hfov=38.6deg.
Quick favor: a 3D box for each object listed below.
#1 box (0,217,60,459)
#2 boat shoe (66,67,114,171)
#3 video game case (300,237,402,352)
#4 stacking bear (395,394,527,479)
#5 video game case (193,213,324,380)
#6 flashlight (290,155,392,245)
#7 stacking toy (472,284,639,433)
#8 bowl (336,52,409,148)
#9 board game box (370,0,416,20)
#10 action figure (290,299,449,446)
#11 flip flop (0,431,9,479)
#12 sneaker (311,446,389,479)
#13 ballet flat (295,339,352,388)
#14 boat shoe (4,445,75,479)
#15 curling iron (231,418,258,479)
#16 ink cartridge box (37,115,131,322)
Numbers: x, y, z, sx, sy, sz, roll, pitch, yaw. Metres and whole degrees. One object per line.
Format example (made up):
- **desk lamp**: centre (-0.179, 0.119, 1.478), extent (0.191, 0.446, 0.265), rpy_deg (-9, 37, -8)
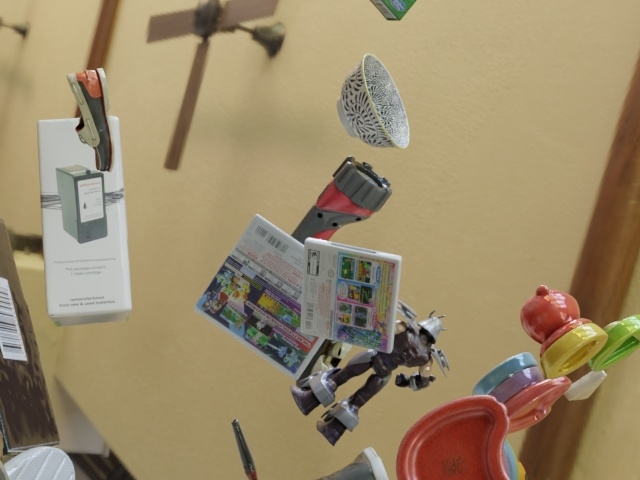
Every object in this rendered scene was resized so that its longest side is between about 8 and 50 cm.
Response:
- **box**: centre (-0.791, 0.220, 1.659), extent (0.297, 0.471, 0.480), rpy_deg (77, -5, -80)
- **boat shoe**: centre (-0.270, -0.139, 1.084), extent (0.049, 0.043, 0.137), rpy_deg (-126, -151, -45)
- **video game case**: centre (0.042, 0.080, 1.330), extent (0.143, 0.019, 0.157), rpy_deg (11, -63, 16)
- **stacking bear**: centre (0.223, 0.340, 1.330), extent (0.164, 0.289, 0.175), rpy_deg (-11, -112, 17)
- **video game case**: centre (-0.069, 0.088, 1.437), extent (0.183, 0.201, 0.023), rpy_deg (-56, 172, 1)
- **flashlight**: centre (0.000, 0.000, 1.590), extent (0.304, 0.103, 0.103), rpy_deg (-55, -130, 19)
- **stacking toy**: centre (0.419, 0.195, 1.628), extent (0.130, 0.279, 0.309), rpy_deg (57, -42, 28)
- **bowl**: centre (0.079, -0.221, 1.545), extent (0.080, 0.170, 0.170), rpy_deg (-20, -119, 24)
- **board game box**: centre (0.068, -0.490, 1.248), extent (0.213, 0.317, 0.046), rpy_deg (-51, -151, -4)
- **action figure**: centre (0.092, 0.206, 1.519), extent (0.285, 0.185, 0.099), rpy_deg (-37, -169, 1)
- **flip flop**: centre (-0.317, 0.182, 0.780), extent (0.112, 0.080, 0.277), rpy_deg (55, -33, -5)
- **sneaker**: centre (0.033, 0.404, 1.463), extent (0.296, 0.146, 0.105), rpy_deg (91, -19, -78)
- **ballet flat**: centre (0.020, 0.239, 1.900), extent (0.203, 0.074, 0.074), rpy_deg (-55, -144, 4)
- **boat shoe**: centre (-0.464, 0.412, 1.213), extent (0.119, 0.121, 0.335), rpy_deg (-14, -150, 42)
- **curling iron**: centre (-0.159, 0.548, 2.212), extent (0.035, 0.068, 0.274), rpy_deg (9, -54, 61)
- **ink cartridge box**: centre (-0.339, -0.021, 1.320), extent (0.198, 0.114, 0.273), rpy_deg (142, -57, -74)
